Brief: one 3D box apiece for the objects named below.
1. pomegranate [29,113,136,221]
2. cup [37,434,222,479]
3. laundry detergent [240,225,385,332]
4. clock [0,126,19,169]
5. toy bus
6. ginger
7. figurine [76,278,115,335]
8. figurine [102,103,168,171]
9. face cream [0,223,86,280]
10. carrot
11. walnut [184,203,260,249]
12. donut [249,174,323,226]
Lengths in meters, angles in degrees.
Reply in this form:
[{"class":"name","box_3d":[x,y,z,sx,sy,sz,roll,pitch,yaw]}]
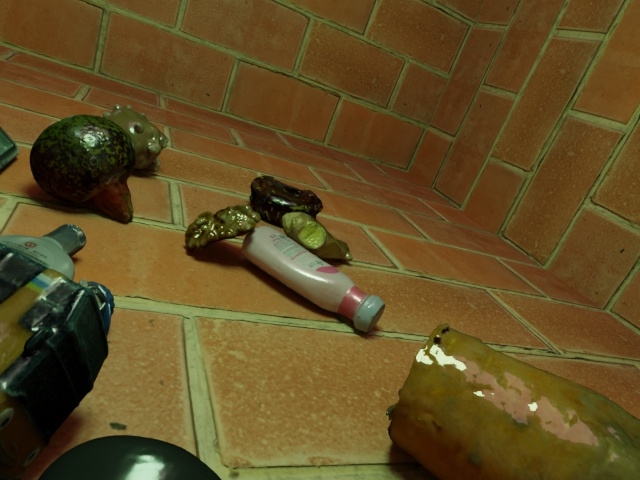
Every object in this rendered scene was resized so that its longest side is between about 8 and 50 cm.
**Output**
[{"class":"pomegranate","box_3d":[-0.489,-0.145,0.983,0.248,0.214,0.214,59,20,-7]},{"class":"cup","box_3d":[-0.135,0.268,0.324,0.223,0.169,0.177,50,19,-14]},{"class":"laundry detergent","box_3d":[-0.015,0.082,0.996,0.335,0.088,0.159,31,15,21]},{"class":"clock","box_3d":[-0.766,-0.246,0.914,0.274,0.049,0.279,58,1,-30]},{"class":"toy bus","box_3d":[-0.386,0.080,0.429,0.323,0.162,0.194,25,47,5]},{"class":"ginger","box_3d":[0.000,0.000,1.179,0.131,0.086,0.294,25,-1,30]},{"class":"figurine","box_3d":[-0.347,0.091,0.611,0.087,0.086,0.149,12,-10,29]},{"class":"figurine","box_3d":[-0.553,-0.290,1.259,0.247,0.177,0.173,43,8,21]},{"class":"face cream","box_3d":[-0.448,0.045,0.665,0.143,0.071,0.291,23,21,-7]},{"class":"carrot","box_3d":[0.273,0.279,0.612,0.340,0.225,0.224,25,20,23]},{"class":"walnut","box_3d":[-0.220,-0.034,0.999,0.170,0.069,0.143,-17,17,6]},{"class":"donut","box_3d":[-0.107,-0.110,1.375,0.230,0.096,0.216,15,24,-19]}]
